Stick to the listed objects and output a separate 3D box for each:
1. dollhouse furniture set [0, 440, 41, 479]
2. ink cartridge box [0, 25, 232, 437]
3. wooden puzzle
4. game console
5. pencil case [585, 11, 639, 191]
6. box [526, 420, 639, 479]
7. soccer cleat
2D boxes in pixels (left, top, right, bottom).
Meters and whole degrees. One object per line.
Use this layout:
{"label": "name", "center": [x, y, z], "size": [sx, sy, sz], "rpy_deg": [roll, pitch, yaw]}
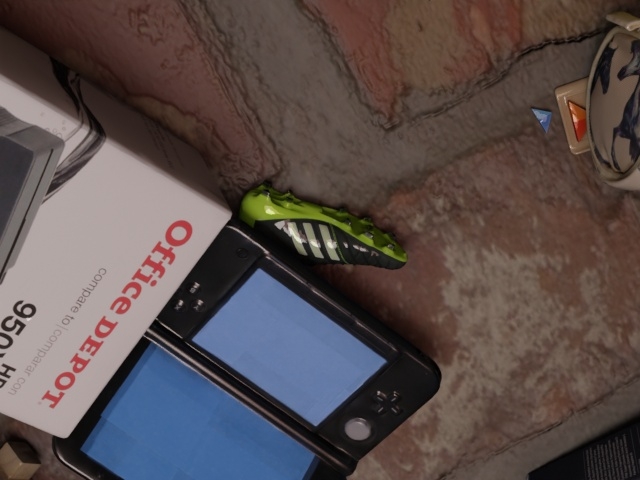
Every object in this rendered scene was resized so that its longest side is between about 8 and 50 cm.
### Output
{"label": "dollhouse furniture set", "center": [-0.322, 0.351, 1.109], "size": [0.303, 0.355, 0.174], "rpy_deg": [44, 100, 27]}
{"label": "ink cartridge box", "center": [-0.323, -0.036, 1.048], "size": [0.395, 0.166, 0.285], "rpy_deg": [31, 103, -31]}
{"label": "wooden puzzle", "center": [0.281, -0.131, 1.195], "size": [0.116, 0.014, 0.078], "rpy_deg": [-25, 104, 4]}
{"label": "game console", "center": [-0.067, 0.168, 1.164], "size": [0.293, 0.173, 0.250], "rpy_deg": [36, 122, -12]}
{"label": "pencil case", "center": [0.461, -0.118, 1.125], "size": [0.410, 0.160, 0.183], "rpy_deg": [5, 100, -7]}
{"label": "box", "center": [0.343, 0.290, 1.238], "size": [0.207, 0.108, 0.153], "rpy_deg": [-29, 105, 19]}
{"label": "soccer cleat", "center": [0.000, 0.000, 1.196], "size": [0.179, 0.060, 0.072], "rpy_deg": [21, 112, -2]}
